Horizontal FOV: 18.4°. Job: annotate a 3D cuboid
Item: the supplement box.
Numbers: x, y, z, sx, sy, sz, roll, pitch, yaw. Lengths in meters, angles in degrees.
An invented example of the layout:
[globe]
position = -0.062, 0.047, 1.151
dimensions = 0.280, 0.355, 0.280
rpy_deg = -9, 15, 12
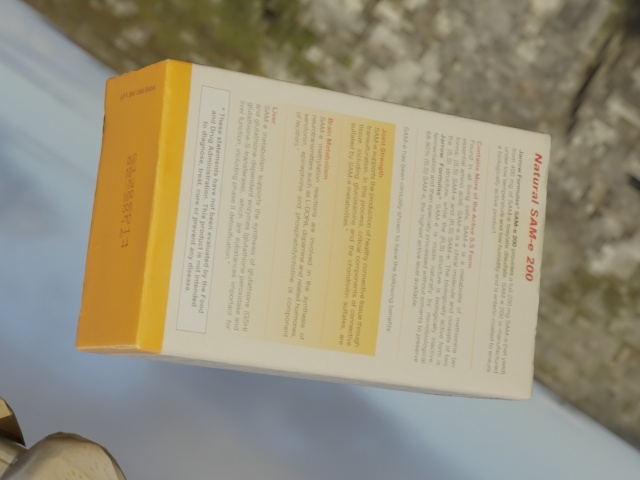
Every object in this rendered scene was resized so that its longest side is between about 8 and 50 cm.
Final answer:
[supplement box]
position = 0.000, 0.000, 0.437
dimensions = 0.098, 0.062, 0.036
rpy_deg = 10, 171, -28

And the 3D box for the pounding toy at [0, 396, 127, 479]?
[pounding toy]
position = -0.007, 0.161, 0.444
dimensions = 0.155, 0.154, 0.269
rpy_deg = 11, 132, 59
